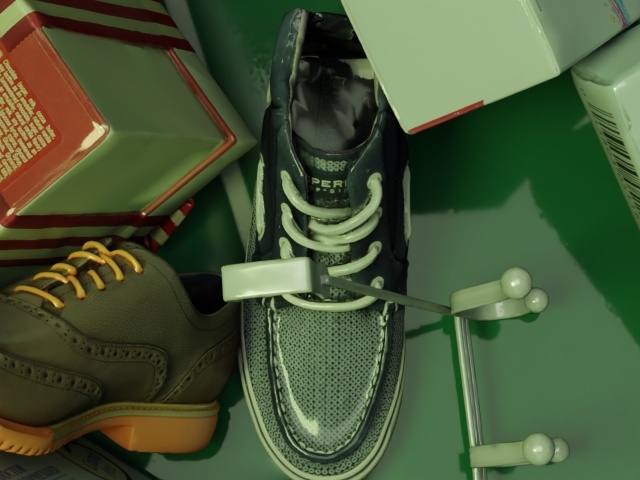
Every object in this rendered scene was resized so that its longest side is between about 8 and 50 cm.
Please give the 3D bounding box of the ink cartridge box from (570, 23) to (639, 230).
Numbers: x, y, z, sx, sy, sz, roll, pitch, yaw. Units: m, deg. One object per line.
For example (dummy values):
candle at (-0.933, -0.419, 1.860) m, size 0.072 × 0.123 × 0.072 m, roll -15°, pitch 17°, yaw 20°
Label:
ink cartridge box at (0.400, -0.070, 1.142) m, size 0.385 × 0.091 × 0.308 m, roll -29°, pitch 110°, yaw -2°

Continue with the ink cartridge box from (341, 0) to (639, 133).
ink cartridge box at (0.121, -0.170, 1.125) m, size 0.128 × 0.176 × 0.127 m, roll -21°, pitch 98°, yaw 39°

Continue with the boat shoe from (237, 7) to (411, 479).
boat shoe at (0.000, 0.000, 1.172) m, size 0.127 × 0.158 × 0.340 m, roll -2°, pitch 81°, yaw 2°

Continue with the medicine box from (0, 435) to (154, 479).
medicine box at (-0.249, 0.182, 1.089) m, size 0.289 × 0.263 × 0.149 m, roll 31°, pitch 92°, yaw 6°

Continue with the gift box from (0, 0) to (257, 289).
gift box at (-0.237, -0.086, 1.151) m, size 0.276 × 0.258 × 0.255 m, roll -33°, pitch 81°, yaw 19°

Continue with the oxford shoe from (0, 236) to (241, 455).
oxford shoe at (-0.172, 0.053, 1.071) m, size 0.130 × 0.364 × 0.132 m, roll 25°, pitch 96°, yaw 27°

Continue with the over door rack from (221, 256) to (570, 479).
over door rack at (0.080, 0.138, 1.074) m, size 0.108 × 0.324 × 0.239 m, roll -12°, pitch 78°, yaw 32°
